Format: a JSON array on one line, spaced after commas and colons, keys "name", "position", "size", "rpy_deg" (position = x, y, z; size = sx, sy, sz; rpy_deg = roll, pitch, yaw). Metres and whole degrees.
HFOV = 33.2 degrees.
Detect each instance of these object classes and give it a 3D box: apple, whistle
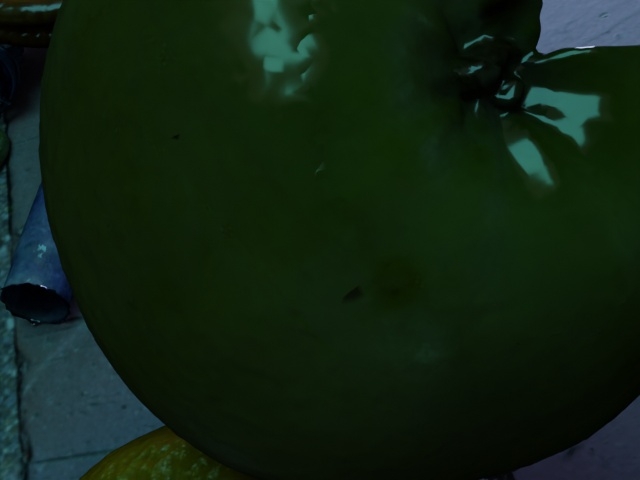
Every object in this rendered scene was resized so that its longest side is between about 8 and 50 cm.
[{"name": "apple", "position": [0.029, -0.038, 0.451], "size": [0.292, 0.254, 0.291], "rpy_deg": [2, 79, -12]}, {"name": "whistle", "position": [-0.211, -0.066, 0.956], "size": [0.062, 0.062, 0.304], "rpy_deg": [-6, 50, 19]}]

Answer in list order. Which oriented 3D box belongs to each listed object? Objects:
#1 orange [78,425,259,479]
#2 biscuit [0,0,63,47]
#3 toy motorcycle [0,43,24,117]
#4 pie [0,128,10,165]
[{"name": "orange", "position": [-0.043, 0.200, 0.544], "size": [0.236, 0.236, 0.236], "rpy_deg": [-12, 48, 14]}, {"name": "biscuit", "position": [-0.262, -0.265, 1.112], "size": [0.221, 0.066, 0.220], "rpy_deg": [-6, 39, 5]}, {"name": "toy motorcycle", "position": [-0.388, -0.145, 1.064], "size": [0.136, 0.092, 0.254], "rpy_deg": [12, 38, 45]}, {"name": "pie", "position": [-0.343, -0.084, 1.057], "size": [0.085, 0.017, 0.085], "rpy_deg": [-12, 46, 12]}]
